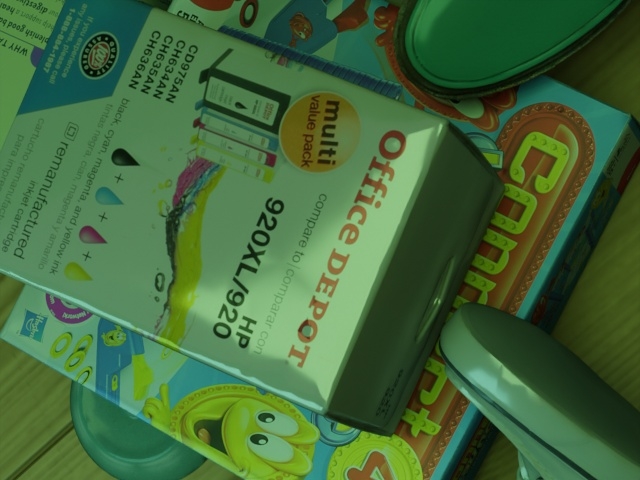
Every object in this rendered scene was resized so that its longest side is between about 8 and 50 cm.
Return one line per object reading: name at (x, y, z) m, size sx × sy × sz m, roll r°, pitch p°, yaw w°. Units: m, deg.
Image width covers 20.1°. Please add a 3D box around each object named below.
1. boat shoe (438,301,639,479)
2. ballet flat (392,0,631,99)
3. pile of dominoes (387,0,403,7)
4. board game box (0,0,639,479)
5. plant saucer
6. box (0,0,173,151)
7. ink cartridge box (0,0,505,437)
boat shoe at (0.158, 0.141, 1.043) m, size 0.267 × 0.096 × 0.088 m, roll 37°, pitch 110°, yaw -20°
ballet flat at (0.168, -0.204, 1.066) m, size 0.316 × 0.106 × 0.107 m, roll -42°, pitch 100°, yaw 8°
pile of dominoes at (0.064, -0.251, 1.130) m, size 0.251 × 0.040 × 0.196 m, roll 27°, pitch 106°, yaw -9°
board game box at (0.000, 0.000, 1.141) m, size 0.302 × 0.086 × 0.308 m, roll 27°, pitch 90°, yaw 19°
plant saucer at (-0.120, 0.107, 1.223) m, size 0.119 × 0.021 × 0.119 m, roll -2°, pitch 85°, yaw 20°
box at (-0.196, -0.169, 1.222) m, size 0.214 × 0.117 × 0.243 m, roll 24°, pitch 93°, yaw 19°
ink cartridge box at (-0.043, -0.015, 1.021) m, size 0.233 × 0.168 × 0.171 m, roll 23°, pitch 88°, yaw 18°
